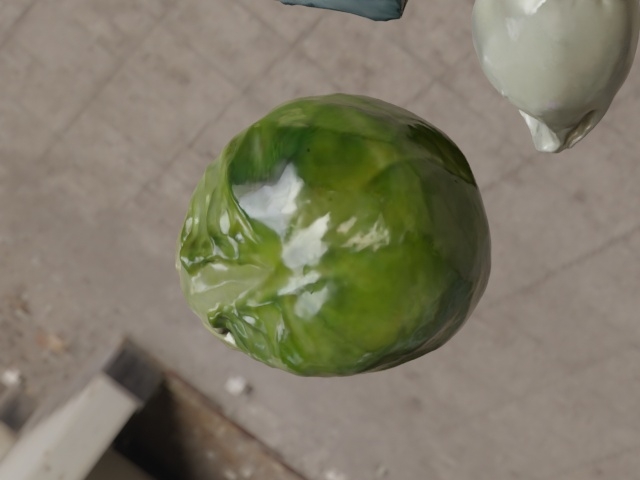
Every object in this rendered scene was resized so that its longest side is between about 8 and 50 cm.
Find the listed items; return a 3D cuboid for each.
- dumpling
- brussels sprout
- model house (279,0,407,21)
[{"bbox_3d":[0.196,-0.187,1.492,0.132,0.162,0.250,-6,132,-8],"label":"dumpling"},{"bbox_3d":[0.000,0.000,1.360,0.271,0.210,0.219,-21,83,38],"label":"brussels sprout"},{"bbox_3d":[-0.065,-0.333,0.976,0.295,0.329,0.252,15,173,33],"label":"model house"}]
